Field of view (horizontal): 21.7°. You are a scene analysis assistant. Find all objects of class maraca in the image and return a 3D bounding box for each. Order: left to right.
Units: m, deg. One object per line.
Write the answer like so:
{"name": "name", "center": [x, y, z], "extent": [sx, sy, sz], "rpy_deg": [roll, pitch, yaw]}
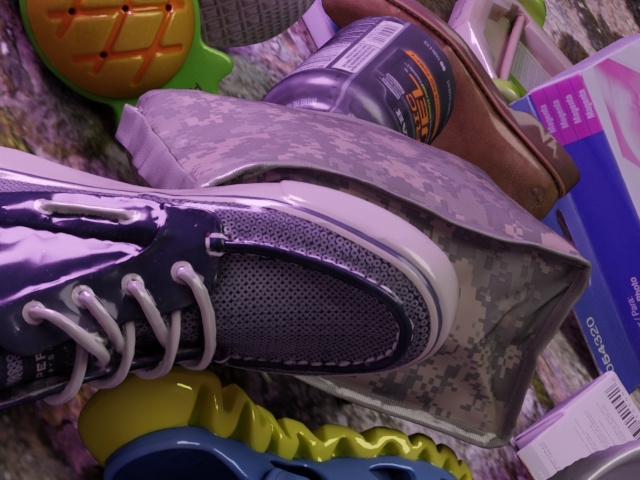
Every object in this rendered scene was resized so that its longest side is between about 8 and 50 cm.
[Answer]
{"name": "maraca", "center": [-0.143, -0.154, 1.233], "extent": [0.186, 0.127, 0.099], "rpy_deg": [55, -9, -17]}

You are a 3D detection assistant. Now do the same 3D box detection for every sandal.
{"name": "sandal", "center": [-0.015, 0.185, 1.065], "extent": [0.317, 0.126, 0.138], "rpy_deg": [17, 49, -36]}

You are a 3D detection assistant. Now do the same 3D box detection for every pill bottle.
{"name": "pill bottle", "center": [0.021, -0.095, 1.387], "extent": [0.130, 0.130, 0.246], "rpy_deg": [51, 30, -6]}

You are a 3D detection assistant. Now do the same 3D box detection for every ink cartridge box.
{"name": "ink cartridge box", "center": [0.270, 0.279, 1.426], "extent": [0.296, 0.066, 0.261], "rpy_deg": [57, 29, 6]}
{"name": "ink cartridge box", "center": [0.336, -0.036, 1.737], "extent": [0.330, 0.071, 0.324], "rpy_deg": [-32, 100, -53]}

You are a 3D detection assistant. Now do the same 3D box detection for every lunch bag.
{"name": "lunch bag", "center": [0.000, 0.000, 1.144], "extent": [0.287, 0.169, 0.235], "rpy_deg": [20, 12, -21]}

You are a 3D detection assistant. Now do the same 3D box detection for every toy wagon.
{"name": "toy wagon", "center": [0.268, -0.128, 1.853], "extent": [0.344, 0.068, 0.267], "rpy_deg": [47, 30, -15]}

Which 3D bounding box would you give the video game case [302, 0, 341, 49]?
{"name": "video game case", "center": [0.020, -0.265, 1.673], "extent": [0.193, 0.023, 0.212], "rpy_deg": [1, 58, -55]}

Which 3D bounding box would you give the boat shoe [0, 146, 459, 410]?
{"name": "boat shoe", "center": [-0.103, 0.044, 0.929], "extent": [0.158, 0.340, 0.127], "rpy_deg": [-60, 153, -53]}

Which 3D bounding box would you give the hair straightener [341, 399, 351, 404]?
{"name": "hair straightener", "center": [0.060, 0.076, 1.365], "extent": [0.089, 0.047, 0.230], "rpy_deg": [51, 25, -6]}

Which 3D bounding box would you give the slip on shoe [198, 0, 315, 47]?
{"name": "slip on shoe", "center": [-0.128, -0.242, 1.346], "extent": [0.331, 0.123, 0.101], "rpy_deg": [13, 45, -44]}

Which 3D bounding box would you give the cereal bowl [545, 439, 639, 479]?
{"name": "cereal bowl", "center": [0.232, 0.311, 1.195], "extent": [0.339, 0.141, 0.339], "rpy_deg": [6, 77, -28]}

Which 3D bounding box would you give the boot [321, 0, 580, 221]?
{"name": "boot", "center": [0.098, -0.123, 1.545], "extent": [0.305, 0.115, 0.112], "rpy_deg": [45, -11, -4]}
